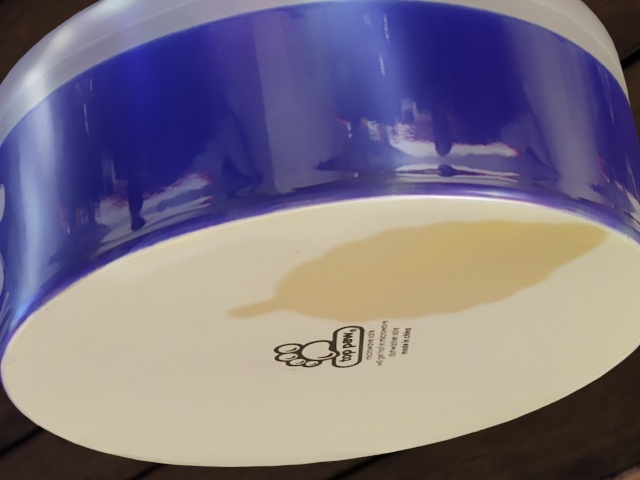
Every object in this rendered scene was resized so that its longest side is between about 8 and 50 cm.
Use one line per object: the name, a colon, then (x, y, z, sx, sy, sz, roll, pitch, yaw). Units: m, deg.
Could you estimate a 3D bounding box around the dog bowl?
dog bowl: (0.000, 0.000, 0.613, 0.265, 0.265, 0.104, -27, 58, 32)
